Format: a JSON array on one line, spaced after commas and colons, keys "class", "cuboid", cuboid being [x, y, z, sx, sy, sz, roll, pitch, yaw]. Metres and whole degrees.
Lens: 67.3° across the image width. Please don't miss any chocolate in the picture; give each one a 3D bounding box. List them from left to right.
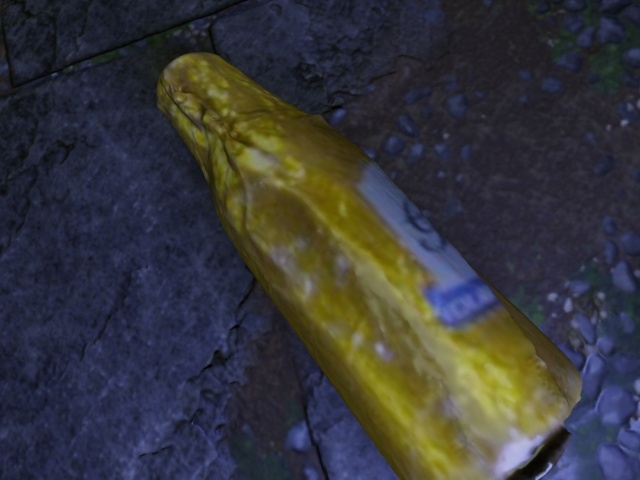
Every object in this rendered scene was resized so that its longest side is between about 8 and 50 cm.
[{"class": "chocolate", "cuboid": [0.000, 0.000, 0.405, 0.162, 0.162, 0.445, -41, 74, -1]}]
